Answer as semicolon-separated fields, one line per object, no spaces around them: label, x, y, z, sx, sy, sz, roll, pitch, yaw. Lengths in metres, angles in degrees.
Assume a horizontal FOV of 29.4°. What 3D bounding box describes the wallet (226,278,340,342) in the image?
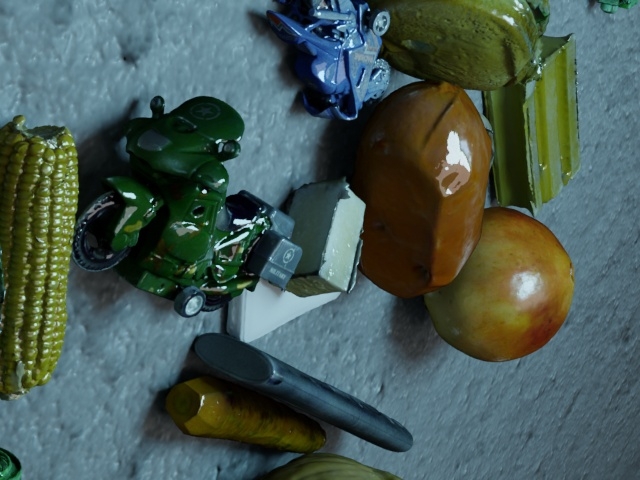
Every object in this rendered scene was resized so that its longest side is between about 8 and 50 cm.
wallet;-0.032;0.046;1.351;0.190;0.033;0.095;-23;128;-48

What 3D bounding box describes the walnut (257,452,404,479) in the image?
walnut;0.006;0.415;1.402;0.333;0.333;0.332;-33;134;-42

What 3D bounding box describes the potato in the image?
potato;0.000;-0.002;1.295;0.061;0.086;0.122;43;52;-43

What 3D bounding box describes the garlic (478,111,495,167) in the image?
garlic;0.183;-0.118;1.549;0.084;0.066;0.152;-36;140;2

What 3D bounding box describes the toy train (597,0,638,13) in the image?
toy train;0.435;-0.413;1.730;0.105;0.071;0.178;-31;134;-54

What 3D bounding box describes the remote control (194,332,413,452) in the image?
remote control;-0.007;0.180;1.398;0.044;0.107;0.377;-61;147;-5

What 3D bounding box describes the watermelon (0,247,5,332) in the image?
watermelon;-0.335;0.078;0.839;0.318;0.148;0.226;-55;138;-23

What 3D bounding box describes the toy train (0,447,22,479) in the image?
toy train;-0.291;0.259;0.955;0.243;0.188;0.132;-9;118;-53

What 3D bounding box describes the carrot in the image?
carrot;-0.066;0.201;1.362;0.314;0.066;0.066;29;85;-58

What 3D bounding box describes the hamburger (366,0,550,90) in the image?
hamburger;0.147;-0.252;1.300;0.215;0.189;0.122;41;64;-57

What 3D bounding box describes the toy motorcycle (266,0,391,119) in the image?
toy motorcycle;0.013;-0.193;1.246;0.114;0.076;0.205;-49;143;-15

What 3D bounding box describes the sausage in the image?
sausage;0.111;-0.057;1.375;0.141;0.153;0.268;-54;156;-45

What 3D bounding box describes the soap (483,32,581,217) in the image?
soap;0.290;-0.161;1.662;0.135;0.076;0.233;-44;139;-33

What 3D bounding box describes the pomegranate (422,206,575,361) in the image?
pomegranate;0.229;0.055;1.590;0.209;0.209;0.209;-33;134;-42

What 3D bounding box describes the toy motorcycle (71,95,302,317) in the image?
toy motorcycle;-0.110;-0.028;1.121;0.187;0.125;0.275;-57;149;1

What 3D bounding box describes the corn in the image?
corn;-0.239;0.017;0.987;0.080;0.080;0.238;-9;113;-54
